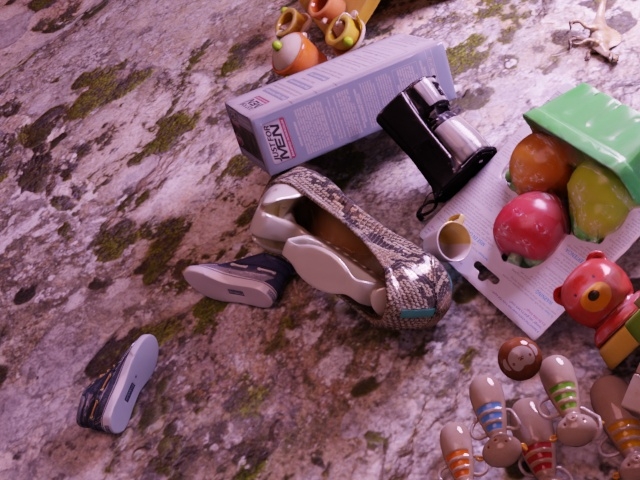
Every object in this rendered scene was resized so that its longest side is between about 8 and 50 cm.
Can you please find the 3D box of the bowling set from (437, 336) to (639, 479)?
[{"bbox_3d":[0.258,0.233,1.192,0.287,0.200,0.154,-22,44,14],"label":"bowling set"}]

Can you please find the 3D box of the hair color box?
[{"bbox_3d":[0.034,-0.254,1.742,0.374,0.114,0.185,-23,23,-12],"label":"hair color box"}]

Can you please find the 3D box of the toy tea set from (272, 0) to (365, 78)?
[{"bbox_3d":[-0.042,-0.472,2.014,0.200,0.124,0.336,-45,42,23],"label":"toy tea set"}]

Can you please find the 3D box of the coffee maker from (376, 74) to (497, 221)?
[{"bbox_3d":[0.177,-0.161,1.611,0.171,0.120,0.178,-37,72,-4],"label":"coffee maker"}]

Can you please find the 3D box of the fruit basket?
[{"bbox_3d":[0.360,-0.053,1.461,0.353,0.165,0.327,-50,39,5],"label":"fruit basket"}]

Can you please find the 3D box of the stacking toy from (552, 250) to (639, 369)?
[{"bbox_3d":[0.434,0.004,1.200,0.309,0.279,0.130,-45,74,1],"label":"stacking toy"}]

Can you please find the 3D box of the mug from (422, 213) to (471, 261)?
[{"bbox_3d":[0.196,0.003,1.483,0.078,0.062,0.064,-28,4,-26],"label":"mug"}]

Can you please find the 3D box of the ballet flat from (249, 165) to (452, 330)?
[{"bbox_3d":[0.000,0.000,1.545,0.182,0.164,0.483,-4,28,-40],"label":"ballet flat"}]

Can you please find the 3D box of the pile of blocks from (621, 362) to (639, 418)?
[{"bbox_3d":[0.497,0.140,1.143,0.112,0.149,0.362,18,37,41],"label":"pile of blocks"}]

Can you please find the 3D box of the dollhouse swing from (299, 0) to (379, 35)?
[{"bbox_3d":[0.170,-0.593,2.117,0.315,0.305,0.347,3,34,-27],"label":"dollhouse swing"}]

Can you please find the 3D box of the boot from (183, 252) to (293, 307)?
[{"bbox_3d":[-0.142,0.059,1.672,0.190,0.069,0.086,13,50,27],"label":"boot"}]

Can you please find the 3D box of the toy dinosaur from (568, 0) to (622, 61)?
[{"bbox_3d":[0.501,-0.378,1.751,0.092,0.053,0.183,-1,55,7],"label":"toy dinosaur"}]

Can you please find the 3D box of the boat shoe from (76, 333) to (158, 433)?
[{"bbox_3d":[-0.342,0.234,1.607,0.083,0.065,0.183,2,52,28],"label":"boat shoe"}]
